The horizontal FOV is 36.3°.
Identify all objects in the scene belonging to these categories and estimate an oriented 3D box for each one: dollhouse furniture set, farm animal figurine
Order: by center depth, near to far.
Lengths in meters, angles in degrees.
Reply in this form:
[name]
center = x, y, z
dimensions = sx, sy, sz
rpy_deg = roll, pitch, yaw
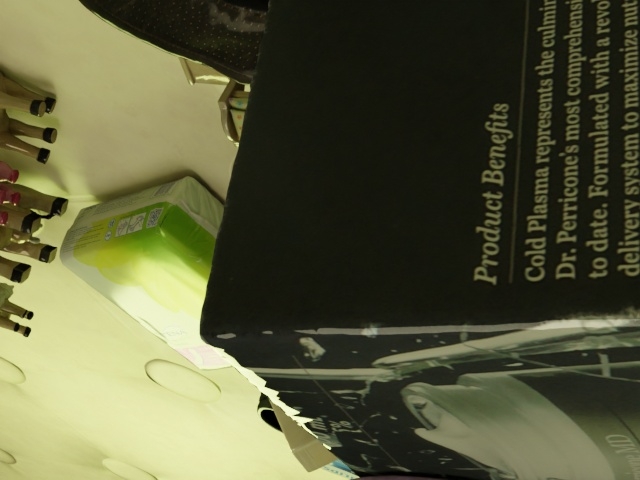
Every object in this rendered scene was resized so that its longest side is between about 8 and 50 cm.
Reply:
[dollhouse furniture set]
center = -0.044, -0.099, 0.937
dimensions = 0.182, 0.101, 0.161
rpy_deg = 7, 143, 22
[farm animal figurine]
center = -0.425, -0.037, 1.177
dimensions = 0.172, 0.330, 0.327
rpy_deg = 18, 178, 1

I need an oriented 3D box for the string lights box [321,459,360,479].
[string lights box]
center = 0.051, 0.300, 1.537
dimensions = 0.133, 0.077, 0.260
rpy_deg = 19, 149, 5

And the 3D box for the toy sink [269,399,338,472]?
[toy sink]
center = 0.053, 0.145, 1.144
dimensions = 0.234, 0.153, 0.131
rpy_deg = -26, 154, -2

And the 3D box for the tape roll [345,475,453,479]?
[tape roll]
center = 0.093, 0.232, 0.688
dimensions = 0.189, 0.080, 0.189
rpy_deg = 9, 152, 5

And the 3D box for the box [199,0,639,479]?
[box]
center = 0.254, 0.027, 0.652
dimensions = 0.472, 0.297, 0.480
rpy_deg = -3, 149, 25

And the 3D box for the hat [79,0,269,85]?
[hat]
center = -0.027, -0.250, 0.663
dimensions = 0.331, 0.134, 0.331
rpy_deg = 4, 150, 2

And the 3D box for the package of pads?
[package of pads]
center = -0.161, 0.052, 1.259
dimensions = 0.229, 0.101, 0.296
rpy_deg = -12, 135, 41

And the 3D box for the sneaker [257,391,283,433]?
[sneaker]
center = 0.043, 0.219, 1.349
dimensions = 0.296, 0.147, 0.104
rpy_deg = 1, 142, 28
